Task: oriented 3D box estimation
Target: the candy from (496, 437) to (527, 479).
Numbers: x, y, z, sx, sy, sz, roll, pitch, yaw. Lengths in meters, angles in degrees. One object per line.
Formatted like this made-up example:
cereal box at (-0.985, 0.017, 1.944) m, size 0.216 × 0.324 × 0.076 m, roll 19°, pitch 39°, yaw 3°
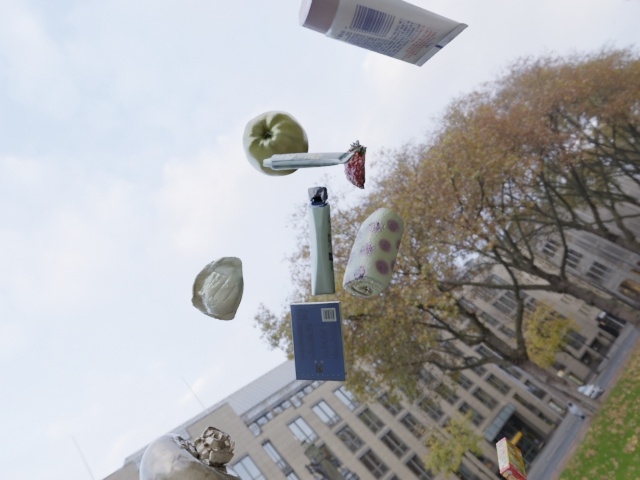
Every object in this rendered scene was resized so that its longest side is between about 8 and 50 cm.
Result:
candy at (0.538, 0.624, 1.179) m, size 0.038 × 0.062 × 0.122 m, roll -51°, pitch -4°, yaw 22°

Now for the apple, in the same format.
apple at (-0.124, -0.268, 1.161) m, size 0.200 × 0.200 × 0.200 m, roll -31°, pitch -39°, yaw -30°

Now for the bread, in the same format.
bread at (0.206, 0.047, 1.624) m, size 0.187 × 0.155 × 0.338 m, roll -50°, pitch 15°, yaw 56°

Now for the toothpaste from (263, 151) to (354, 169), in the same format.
toothpaste at (-0.032, -0.160, 0.836) m, size 0.049 × 0.204 × 0.031 m, roll -50°, pitch -46°, yaw -46°

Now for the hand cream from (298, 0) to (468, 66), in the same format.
hand cream at (0.095, -0.345, 0.661) m, size 0.248 × 0.133 × 0.083 m, roll 10°, pitch -96°, yaw -21°

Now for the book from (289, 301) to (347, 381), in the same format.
book at (-0.009, 0.350, 1.448) m, size 0.025 × 0.191 × 0.269 m, roll 2°, pitch -98°, yaw -67°

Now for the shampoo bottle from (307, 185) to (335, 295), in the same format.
shampoo bottle at (0.000, 0.000, 1.377) m, size 0.134 × 0.078 × 0.359 m, roll 56°, pitch -149°, yaw -81°

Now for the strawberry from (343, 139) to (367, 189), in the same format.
strawberry at (0.126, -0.271, 1.504) m, size 0.192 × 0.085 × 0.140 m, roll 64°, pitch -153°, yaw -78°

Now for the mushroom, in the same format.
mushroom at (-0.261, 0.485, 0.876) m, size 0.178 × 0.227 × 0.226 m, roll -67°, pitch -28°, yaw -23°

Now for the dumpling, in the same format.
dumpling at (-0.365, 0.172, 1.491) m, size 0.180 × 0.131 × 0.252 m, roll 12°, pitch -74°, yaw -13°
